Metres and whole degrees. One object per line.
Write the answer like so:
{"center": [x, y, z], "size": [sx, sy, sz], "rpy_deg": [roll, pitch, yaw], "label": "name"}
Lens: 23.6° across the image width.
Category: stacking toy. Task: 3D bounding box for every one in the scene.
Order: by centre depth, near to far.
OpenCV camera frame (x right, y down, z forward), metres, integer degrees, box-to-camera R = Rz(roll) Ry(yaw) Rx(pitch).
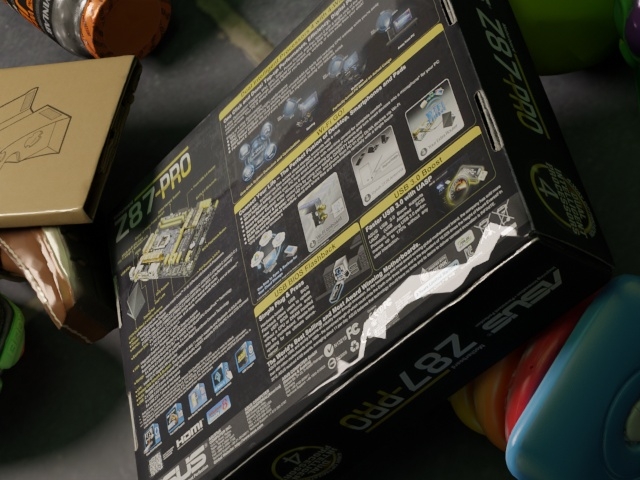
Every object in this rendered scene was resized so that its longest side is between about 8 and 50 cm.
{"center": [0.127, 0.072, 1.137], "size": [0.302, 0.175, 0.165], "rpy_deg": [27, 82, 46], "label": "stacking toy"}

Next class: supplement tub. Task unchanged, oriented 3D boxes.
{"center": [-0.235, -0.248, 1.457], "size": [0.117, 0.117, 0.190], "rpy_deg": [-48, 56, -6], "label": "supplement tub"}

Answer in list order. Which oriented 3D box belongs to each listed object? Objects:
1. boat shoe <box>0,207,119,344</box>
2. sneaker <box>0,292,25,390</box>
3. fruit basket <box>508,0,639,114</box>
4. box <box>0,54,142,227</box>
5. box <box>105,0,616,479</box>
{"center": [-0.269, -0.018, 1.362], "size": [0.120, 0.122, 0.324], "rpy_deg": [-40, 48, 6], "label": "boat shoe"}
{"center": [-0.468, 0.054, 1.348], "size": [0.483, 0.202, 0.185], "rpy_deg": [14, 71, 29], "label": "sneaker"}
{"center": [0.234, -0.244, 1.188], "size": [0.392, 0.283, 0.392], "rpy_deg": [-1, 63, 3], "label": "fruit basket"}
{"center": [-0.260, -0.080, 1.300], "size": [0.201, 0.021, 0.164], "rpy_deg": [-3, 55, 23], "label": "box"}
{"center": [0.000, 0.000, 1.132], "size": [0.395, 0.097, 0.318], "rpy_deg": [-42, 46, 29], "label": "box"}
